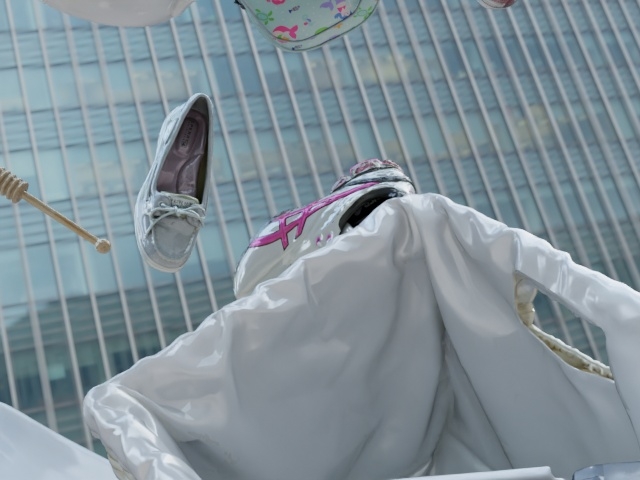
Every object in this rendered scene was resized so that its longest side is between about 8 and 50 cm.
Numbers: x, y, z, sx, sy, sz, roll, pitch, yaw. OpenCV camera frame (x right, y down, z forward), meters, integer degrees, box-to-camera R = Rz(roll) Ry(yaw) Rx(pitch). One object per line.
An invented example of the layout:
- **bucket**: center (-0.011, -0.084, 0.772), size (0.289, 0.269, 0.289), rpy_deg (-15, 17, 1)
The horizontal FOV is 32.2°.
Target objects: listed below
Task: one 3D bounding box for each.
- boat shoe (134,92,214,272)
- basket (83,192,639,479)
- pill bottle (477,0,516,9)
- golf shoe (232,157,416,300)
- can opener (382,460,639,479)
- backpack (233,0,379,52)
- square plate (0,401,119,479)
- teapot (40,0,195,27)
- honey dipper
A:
- **boat shoe**: center (-0.246, -0.103, 1.943), size (0.118, 0.321, 0.103), rpy_deg (18, -22, -17)
- **basket**: center (0.080, 0.186, 0.753), size (0.331, 0.328, 0.267), rpy_deg (-32, -49, -28)
- **pill bottle**: center (0.294, -0.423, 1.785), size (0.086, 0.086, 0.152), rpy_deg (-14, -1, -4)
- **golf shoe**: center (0.000, 0.000, 0.953), size (0.186, 0.086, 0.067), rpy_deg (-38, -71, 7)
- **can opener**: center (0.126, 0.115, 0.445), size (0.283, 0.076, 0.095), rpy_deg (-8, 10, 11)
- **backpack**: center (-0.029, -0.405, 1.653), size (0.225, 0.191, 0.253), rpy_deg (-25, -43, 12)
- **square plate**: center (-0.337, 0.267, 0.871), size (0.344, 0.049, 0.347), rpy_deg (-36, 21, -27)
- **teapot**: center (-0.240, -0.379, 1.290), size (0.255, 0.253, 0.187), rpy_deg (7, -52, -25)
- **honey dipper**: center (-0.313, -0.031, 1.295), size (0.030, 0.160, 0.030), rpy_deg (-56, -2, -3)
